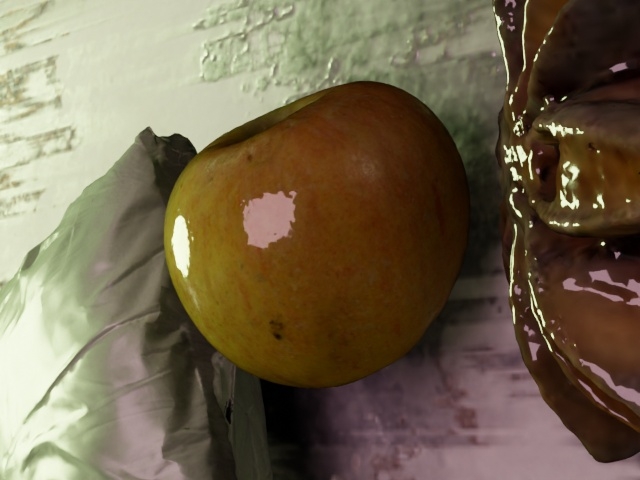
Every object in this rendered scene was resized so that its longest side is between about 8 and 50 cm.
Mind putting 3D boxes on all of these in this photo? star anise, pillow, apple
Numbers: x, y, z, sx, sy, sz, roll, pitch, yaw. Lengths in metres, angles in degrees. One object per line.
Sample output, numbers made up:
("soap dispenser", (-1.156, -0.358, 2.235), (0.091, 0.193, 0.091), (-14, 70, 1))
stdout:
("star anise", (0.134, -0.044, 0.621), (0.108, 0.315, 0.315), (-2, 83, 6))
("pillow", (-0.142, 0.122, 0.935), (0.283, 0.138, 0.310), (-37, 59, 45))
("apple", (0.000, 0.000, 0.790), (0.182, 0.182, 0.155), (-15, 104, 42))
